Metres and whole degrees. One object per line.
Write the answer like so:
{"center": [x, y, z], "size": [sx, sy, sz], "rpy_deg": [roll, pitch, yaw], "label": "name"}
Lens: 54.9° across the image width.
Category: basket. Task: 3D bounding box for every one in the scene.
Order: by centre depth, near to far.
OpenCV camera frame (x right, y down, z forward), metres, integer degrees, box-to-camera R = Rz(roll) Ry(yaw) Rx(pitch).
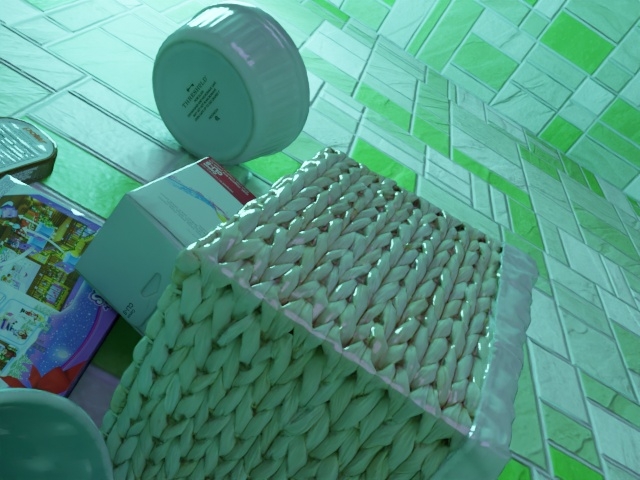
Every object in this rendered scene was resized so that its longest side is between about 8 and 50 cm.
{"center": [0.001, 0.123, 0.609], "size": [0.266, 0.328, 0.331], "rpy_deg": [35, 31, 5], "label": "basket"}

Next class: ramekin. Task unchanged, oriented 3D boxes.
{"center": [-0.161, -0.251, 1.042], "size": [0.273, 0.273, 0.127], "rpy_deg": [38, 43, 6], "label": "ramekin"}

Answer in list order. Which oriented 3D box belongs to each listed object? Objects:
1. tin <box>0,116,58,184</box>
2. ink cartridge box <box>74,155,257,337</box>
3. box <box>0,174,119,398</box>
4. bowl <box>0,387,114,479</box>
{"center": [-0.429, -0.110, 0.800], "size": [0.106, 0.040, 0.190], "rpy_deg": [41, 31, 3], "label": "tin"}
{"center": [-0.157, 0.006, 0.705], "size": [0.127, 0.128, 0.176], "rpy_deg": [43, 27, 0], "label": "ink cartridge box"}
{"center": [-0.319, 0.061, 0.644], "size": [0.201, 0.057, 0.293], "rpy_deg": [29, 31, -9], "label": "box"}
{"center": [-0.262, 0.211, 0.308], "size": [0.163, 0.311, 0.311], "rpy_deg": [10, 27, 15], "label": "bowl"}
